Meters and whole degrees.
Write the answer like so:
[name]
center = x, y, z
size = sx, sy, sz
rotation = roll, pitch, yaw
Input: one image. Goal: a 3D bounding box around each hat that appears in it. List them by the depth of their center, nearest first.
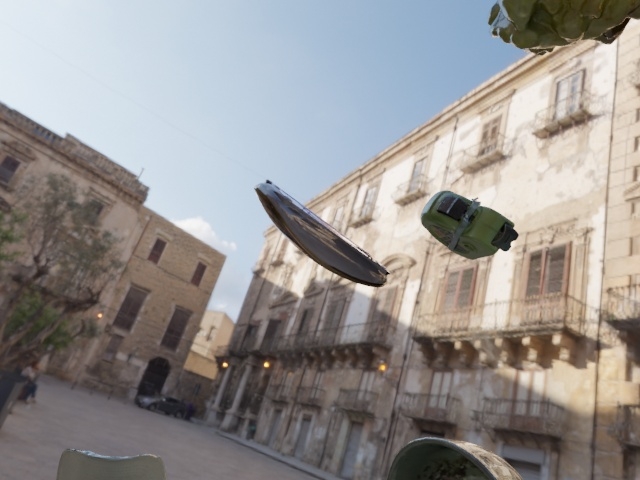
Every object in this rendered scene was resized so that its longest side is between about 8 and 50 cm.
[hat]
center = -0.414, 0.542, 0.943
size = 0.257, 0.302, 0.168
rotation = 7, 23, -13

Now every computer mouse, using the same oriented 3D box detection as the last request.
[computer mouse]
center = 0.000, 0.000, 0.894
size = 0.310, 0.072, 0.158
rotation = 34, 7, -34

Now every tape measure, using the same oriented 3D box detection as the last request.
[tape measure]
center = 0.264, -0.029, 0.910
size = 0.154, 0.088, 0.177
rotation = 35, -9, 5

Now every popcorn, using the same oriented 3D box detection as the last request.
[popcorn]
center = 0.411, -0.454, 0.821
size = 0.311, 0.312, 0.312
rotation = 16, -23, 7

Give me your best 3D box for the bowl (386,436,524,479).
[bowl]
center = 0.255, 0.459, 0.796
size = 0.146, 0.290, 0.289
rotation = 1, -10, -36
